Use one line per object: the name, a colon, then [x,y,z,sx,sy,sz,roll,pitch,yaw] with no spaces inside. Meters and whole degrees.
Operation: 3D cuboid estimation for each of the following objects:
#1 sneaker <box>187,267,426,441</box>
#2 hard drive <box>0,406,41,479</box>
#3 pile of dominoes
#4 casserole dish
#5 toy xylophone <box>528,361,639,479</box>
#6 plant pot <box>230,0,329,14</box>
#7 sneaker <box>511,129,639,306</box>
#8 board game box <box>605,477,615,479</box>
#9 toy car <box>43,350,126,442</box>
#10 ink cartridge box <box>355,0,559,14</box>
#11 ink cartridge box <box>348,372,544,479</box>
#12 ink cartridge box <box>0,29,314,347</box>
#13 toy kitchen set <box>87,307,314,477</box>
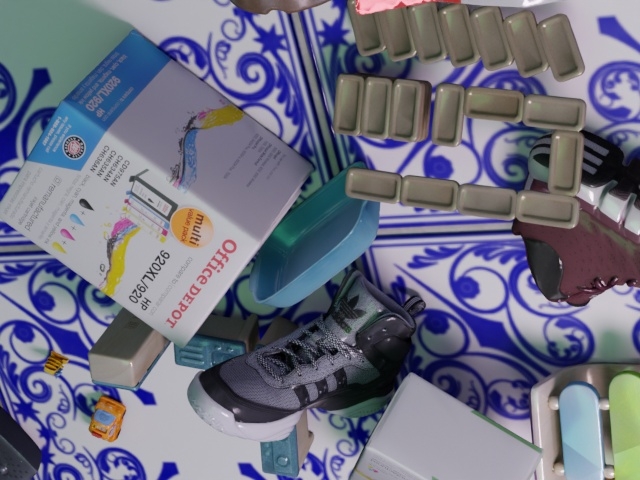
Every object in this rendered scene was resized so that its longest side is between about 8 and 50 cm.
sneaker: [-0.007,0.106,1.760,0.101,0.269,0.153,48,124,31]
hard drive: [-0.461,0.220,2.118,0.255,0.054,0.172,41,126,-5]
pile of dominoes: [0.133,-0.124,1.648,0.251,0.040,0.196,9,100,26]
casserole dish: [0.000,0.000,1.766,0.037,0.114,0.188,35,128,-25]
toy xylophone: [0.370,0.214,1.734,0.323,0.081,0.236,-9,102,25]
plant pot: [-0.040,-0.299,1.570,0.167,0.167,0.165,3,127,21]
sneaker: [0.304,0.021,1.666,0.281,0.106,0.162,32,132,14]
board game box: [0.368,0.290,1.835,0.259,0.039,0.124,-2,118,26]
toy car: [-0.277,0.187,2.031,0.122,0.040,0.060,38,126,-4]
ink cartridge box: [0.135,-0.283,1.508,0.225,0.056,0.181,-12,120,-7]
ink cartridge box: [0.121,0.228,1.799,0.154,0.093,0.212,30,165,4]
ink cartridge box: [-0.161,-0.050,1.759,0.233,0.168,0.171,36,125,-3]
toy kitchen set: [-0.124,0.171,1.908,0.207,0.122,0.166,8,122,18]
